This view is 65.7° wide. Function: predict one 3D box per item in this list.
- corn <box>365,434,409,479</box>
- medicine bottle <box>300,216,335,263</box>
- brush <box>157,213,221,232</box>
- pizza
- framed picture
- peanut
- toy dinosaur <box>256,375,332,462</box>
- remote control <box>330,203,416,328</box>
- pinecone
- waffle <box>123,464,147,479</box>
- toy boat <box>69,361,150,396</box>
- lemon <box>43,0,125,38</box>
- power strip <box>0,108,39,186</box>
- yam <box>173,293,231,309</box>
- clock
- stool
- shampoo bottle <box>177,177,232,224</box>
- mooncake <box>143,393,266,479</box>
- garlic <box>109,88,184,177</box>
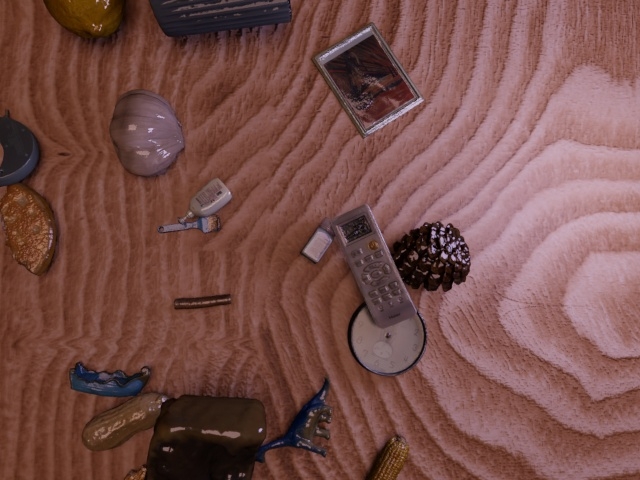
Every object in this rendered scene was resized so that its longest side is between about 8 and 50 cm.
[{"bbox_3d":[0.163,0.598,1.274,0.068,0.068,0.208,32,82,-2],"label":"corn"},{"bbox_3d":[0.000,0.000,1.306,0.055,0.074,0.118,35,81,-1],"label":"medicine bottle"},{"bbox_3d":[-0.346,-0.039,1.306,0.164,0.014,0.051,-9,85,-5],"label":"brush"},{"bbox_3d":[-0.729,-0.033,1.244,0.127,0.058,0.247,-28,84,-14],"label":"pizza"},{"bbox_3d":[0.135,-0.454,1.389,0.216,0.016,0.274,-34,89,-8],"label":"framed picture"},{"bbox_3d":[-0.469,0.441,1.210,0.214,0.090,0.099,-26,126,-10],"label":"peanut"},{"bbox_3d":[-0.063,0.457,1.267,0.188,0.075,0.248,8,90,2],"label":"toy dinosaur"},{"bbox_3d":[0.138,0.068,1.276,0.109,0.055,0.313,-24,90,15],"label":"remote control"},{"bbox_3d":[0.284,0.049,1.283,0.179,0.204,0.184,-20,83,-51],"label":"pinecone"},{"bbox_3d":[-0.461,0.628,1.232,0.092,0.021,0.135,35,83,-2],"label":"waffle"},{"bbox_3d":[-0.519,0.335,1.225,0.185,0.075,0.077,13,92,-7],"label":"toy boat"},{"bbox_3d":[-0.590,-0.630,1.239,0.203,0.204,0.261,-12,83,-7],"label":"lemon"},{"bbox_3d":[-0.790,-0.242,1.247,0.137,0.044,0.216,-20,73,-18],"label":"power strip"},{"bbox_3d":[-0.304,0.159,1.284,0.145,0.032,0.032,-5,86,-5],"label":"yam"},{"bbox_3d":[0.179,0.253,1.319,0.214,0.042,0.215,1,85,-5],"label":"clock"},{"bbox_3d":[-0.261,-0.675,1.239,0.329,0.297,0.298,-12,86,-2],"label":"stool"},{"bbox_3d":[-0.307,-0.093,1.292,0.152,0.045,0.077,-41,74,-12],"label":"shampoo bottle"},{"bbox_3d":[-0.263,0.543,1.073,0.245,0.393,0.394,9,50,-4],"label":"mooncake"},{"bbox_3d":[-0.451,-0.286,1.256,0.177,0.143,0.230,-11,78,-5],"label":"garlic"}]
